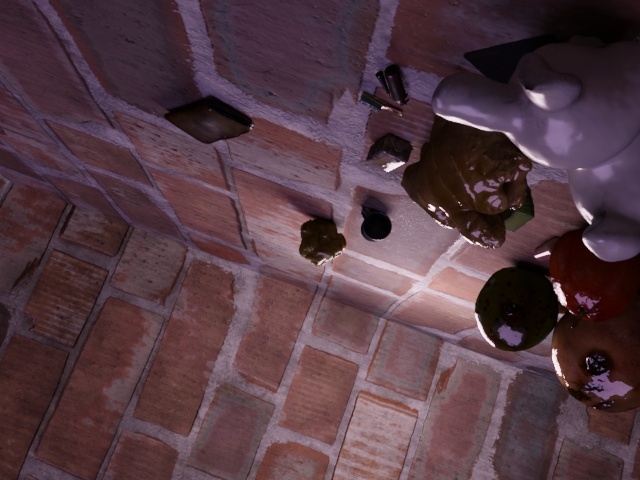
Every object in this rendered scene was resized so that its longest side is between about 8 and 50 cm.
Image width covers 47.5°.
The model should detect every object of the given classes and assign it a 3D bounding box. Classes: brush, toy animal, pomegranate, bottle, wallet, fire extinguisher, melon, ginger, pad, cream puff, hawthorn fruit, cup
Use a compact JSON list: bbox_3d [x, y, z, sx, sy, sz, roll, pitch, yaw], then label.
[{"bbox_3d":[0.109,-0.239,1.307,0.083,0.021,0.019,23,164,-12],"label":"brush"},{"bbox_3d":[0.326,-0.133,0.916,0.367,0.241,0.196,28,161,-29],"label":"toy animal"},{"bbox_3d":[0.734,0.272,1.817,0.322,0.322,0.322,19,167,5],"label":"pomegranate"},{"bbox_3d":[0.530,0.024,1.682,0.045,0.045,0.096,21,168,-1],"label":"bottle"},{"bbox_3d":[0.548,0.202,1.973,0.231,0.231,0.286,7,161,45],"label":"pomegranate"},{"bbox_3d":[-0.261,-0.275,1.704,0.137,0.031,0.255,28,166,-32],"label":"wallet"},{"bbox_3d":[0.118,-0.254,1.210,0.046,0.032,0.100,4,156,20],"label":"fire extinguisher"},{"bbox_3d":[0.325,-0.089,1.351,0.064,0.118,0.209,5,-148,-23],"label":"melon"},{"bbox_3d":[0.266,-0.103,1.315,0.236,0.166,0.375,44,177,8],"label":"ginger"},{"bbox_3d":[0.293,-0.247,1.034,0.112,0.003,0.157,29,164,-34],"label":"pad"},{"bbox_3d":[-0.001,-0.001,2.214,0.156,0.156,0.121,27,135,-25],"label":"cream puff"},{"bbox_3d":[0.557,0.086,1.502,0.196,0.226,0.196,22,155,11],"label":"hawthorn fruit"},{"bbox_3d":[0.140,-0.044,1.964,0.100,0.078,0.077,55,171,2],"label":"cup"}]

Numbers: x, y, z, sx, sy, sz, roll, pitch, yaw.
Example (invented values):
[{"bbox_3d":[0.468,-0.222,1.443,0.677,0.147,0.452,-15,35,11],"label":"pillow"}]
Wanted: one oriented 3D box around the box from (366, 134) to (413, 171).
[{"bbox_3d":[0.138,-0.175,1.470,0.062,0.045,0.098,24,168,-16],"label":"box"}]
